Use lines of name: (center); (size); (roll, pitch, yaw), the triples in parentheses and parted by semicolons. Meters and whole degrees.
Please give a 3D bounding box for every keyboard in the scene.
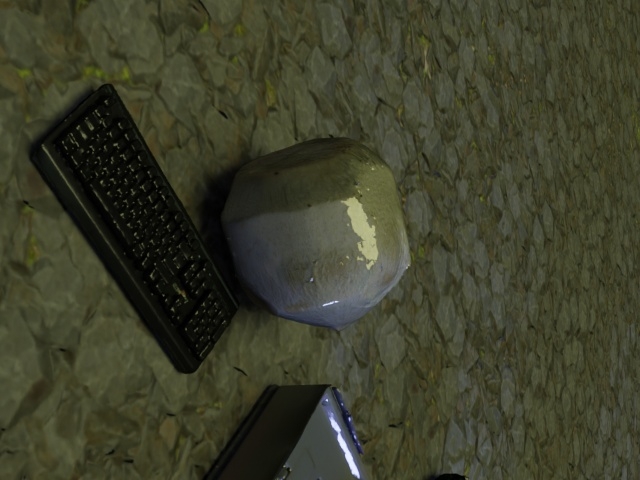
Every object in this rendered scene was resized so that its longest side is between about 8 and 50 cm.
keyboard: (-0.131, -0.004, 0.654); (0.094, 0.025, 0.230); (-59, 134, -40)

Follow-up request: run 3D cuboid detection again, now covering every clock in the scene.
clock: (-0.030, 0.238, 0.739); (0.192, 0.071, 0.147); (-53, 129, -48)

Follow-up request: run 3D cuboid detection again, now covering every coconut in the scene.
coconut: (0.001, -0.001, 0.748); (0.161, 0.161, 0.162); (-42, 122, -53)

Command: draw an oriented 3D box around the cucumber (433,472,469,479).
cucumber: (0.117, 0.345, 0.974); (0.293, 0.067, 0.068); (-35, 116, -55)
